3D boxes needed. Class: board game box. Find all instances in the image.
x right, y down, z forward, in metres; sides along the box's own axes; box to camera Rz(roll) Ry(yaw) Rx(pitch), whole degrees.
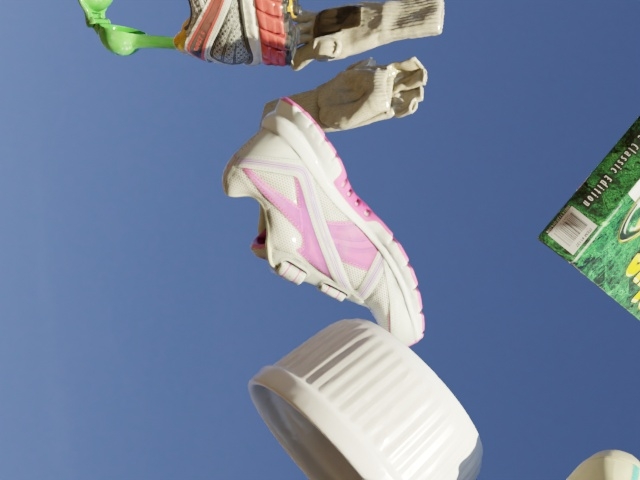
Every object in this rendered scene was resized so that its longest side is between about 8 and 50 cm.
[{"bbox_3d":[0.215,-0.019,0.907,0.030,0.260,0.136,44,-83,25],"label":"board game box"}]

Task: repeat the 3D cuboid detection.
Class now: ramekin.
[{"bbox_3d":[0.045,0.164,1.302,0.109,0.207,0.207,-40,-146,-16],"label":"ramekin"}]

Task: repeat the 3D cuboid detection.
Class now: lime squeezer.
[{"bbox_3d":[-0.240,-0.287,1.751,0.310,0.059,0.110,51,-46,20],"label":"lime squeezer"}]

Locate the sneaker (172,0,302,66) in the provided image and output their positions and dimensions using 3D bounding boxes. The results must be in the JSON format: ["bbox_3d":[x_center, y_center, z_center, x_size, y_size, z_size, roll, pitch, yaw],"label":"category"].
[{"bbox_3d":[-0.072,-0.214,0.958,0.088,0.093,0.225,-73,158,-66],"label":"sneaker"}]

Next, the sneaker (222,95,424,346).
[{"bbox_3d":[0.000,0.000,1.351,0.111,0.252,0.103,-35,-170,0],"label":"sneaker"}]

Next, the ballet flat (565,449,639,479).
[{"bbox_3d":[0.187,0.278,1.233,0.248,0.086,0.086,-62,-140,26],"label":"ballet flat"}]

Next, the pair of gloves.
[{"bbox_3d":[0.036,-0.211,1.777,0.204,0.042,0.240,-6,-137,24],"label":"pair of gloves"}]
